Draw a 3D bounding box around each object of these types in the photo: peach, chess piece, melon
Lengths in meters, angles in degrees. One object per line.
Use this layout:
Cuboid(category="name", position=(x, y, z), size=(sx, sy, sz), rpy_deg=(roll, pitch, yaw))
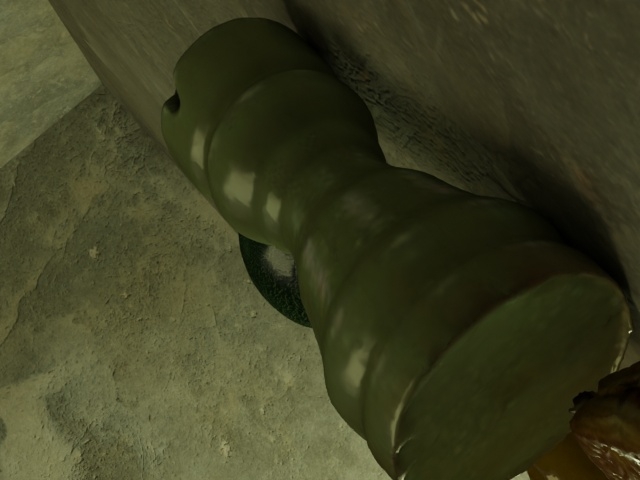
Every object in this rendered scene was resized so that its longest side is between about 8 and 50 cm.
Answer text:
Cuboid(category="peach", position=(0.279, 0.245, 1.206), size=(0.179, 0.103, 0.179), rpy_deg=(45, 172, 8))
Cuboid(category="chess piece", position=(0.029, -0.009, 0.966), size=(0.442, 0.234, 0.234), rpy_deg=(47, 174, 40))
Cuboid(category="melon", position=(0.000, 0.000, 1.291), size=(0.182, 0.182, 0.288), rpy_deg=(46, 170, 23))

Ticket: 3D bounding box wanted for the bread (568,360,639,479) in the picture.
Cuboid(category="bread", position=(0.283, 0.160, 0.755), size=(0.210, 0.099, 0.235), rpy_deg=(48, 168, -7))
